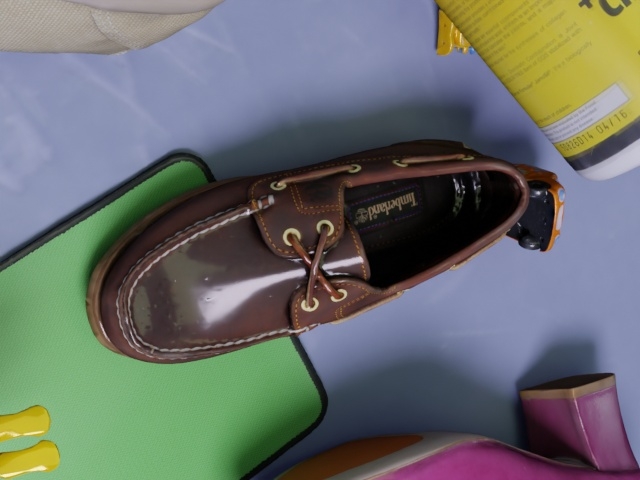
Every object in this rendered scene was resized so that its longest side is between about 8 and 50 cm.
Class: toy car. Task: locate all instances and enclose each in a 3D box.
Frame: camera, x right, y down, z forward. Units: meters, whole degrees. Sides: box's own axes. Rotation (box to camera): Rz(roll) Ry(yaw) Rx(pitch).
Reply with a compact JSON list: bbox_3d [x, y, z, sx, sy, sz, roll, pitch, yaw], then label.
[{"bbox_3d":[0.097,-0.057,0.625,0.040,0.060,0.122,-18,104,-38],"label":"toy car"}]

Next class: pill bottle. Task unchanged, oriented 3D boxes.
[{"bbox_3d":[0.107,-0.126,0.583,0.103,0.103,0.184,-42,95,-20],"label":"pill bottle"}]

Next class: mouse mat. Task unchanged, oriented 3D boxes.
[{"bbox_3d":[-0.096,0.069,0.556,0.189,0.007,0.153,-34,110,-22],"label":"mouse mat"}]

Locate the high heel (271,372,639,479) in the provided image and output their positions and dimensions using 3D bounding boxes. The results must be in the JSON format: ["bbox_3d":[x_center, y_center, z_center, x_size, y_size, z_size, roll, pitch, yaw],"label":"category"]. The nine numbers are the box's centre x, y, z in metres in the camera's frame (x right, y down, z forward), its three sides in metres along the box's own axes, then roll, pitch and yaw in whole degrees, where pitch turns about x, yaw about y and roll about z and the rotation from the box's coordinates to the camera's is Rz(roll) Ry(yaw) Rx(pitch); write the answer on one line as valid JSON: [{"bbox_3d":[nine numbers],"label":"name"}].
[{"bbox_3d":[0.070,0.145,0.615,0.244,0.082,0.117,-11,90,-41],"label":"high heel"}]

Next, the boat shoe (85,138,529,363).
[{"bbox_3d":[0.000,0.000,0.560,0.207,0.073,0.073,-24,109,-28],"label":"boat shoe"}]

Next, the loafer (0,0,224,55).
[{"bbox_3d":[-0.161,-0.114,0.454,0.268,0.092,0.102,12,61,-15],"label":"loafer"}]

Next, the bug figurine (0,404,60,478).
[{"bbox_3d":[-0.231,0.138,0.442,0.279,0.072,0.216,-7,92,-22],"label":"bug figurine"}]
